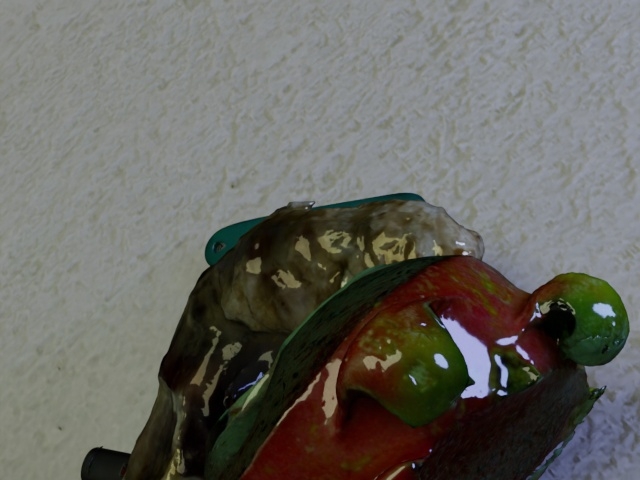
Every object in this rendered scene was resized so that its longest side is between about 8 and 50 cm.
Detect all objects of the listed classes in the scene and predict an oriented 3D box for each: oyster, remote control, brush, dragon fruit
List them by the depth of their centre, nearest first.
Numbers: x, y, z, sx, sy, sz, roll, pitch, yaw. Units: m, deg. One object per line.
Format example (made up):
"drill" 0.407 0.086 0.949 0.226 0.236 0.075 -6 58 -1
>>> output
"dragon fruit" 0.040 0.113 1.032 0.295 0.268 0.130 -46 66 5
"oyster" -0.036 0.070 1.182 0.294 0.094 0.166 -47 41 2
"remote control" -0.128 0.159 1.258 0.091 0.016 0.034 6 69 36
"brush" 0.000 0.000 1.275 0.193 0.032 0.043 -9 62 38
